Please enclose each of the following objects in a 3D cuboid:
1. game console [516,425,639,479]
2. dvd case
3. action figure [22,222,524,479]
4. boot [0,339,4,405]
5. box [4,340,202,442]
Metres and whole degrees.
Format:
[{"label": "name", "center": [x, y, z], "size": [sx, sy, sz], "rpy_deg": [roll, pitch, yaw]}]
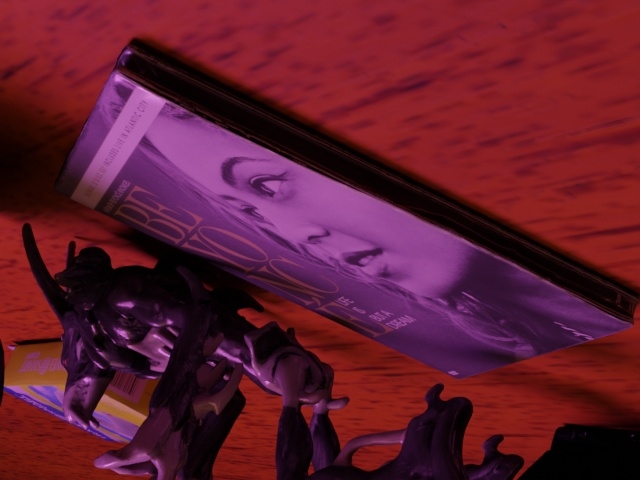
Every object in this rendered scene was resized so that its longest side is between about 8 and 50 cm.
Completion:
[{"label": "game console", "center": [0.166, 0.136, 0.678], "size": [0.107, 0.071, 0.122], "rpy_deg": [36, 157, -34]}, {"label": "dvd case", "center": [0.000, 0.000, 0.576], "size": [0.221, 0.018, 0.164], "rpy_deg": [26, 160, -12]}, {"label": "action figure", "center": [-0.050, 0.091, 0.663], "size": [0.276, 0.141, 0.164], "rpy_deg": [24, 170, 22]}, {"label": "boot", "center": [-0.382, -0.038, 0.634], "size": [0.445, 0.367, 0.146], "rpy_deg": [5, 139, -20]}, {"label": "box", "center": [-0.167, 0.115, 1.024], "size": [0.109, 0.042, 0.178], "rpy_deg": [33, 157, -28]}]
